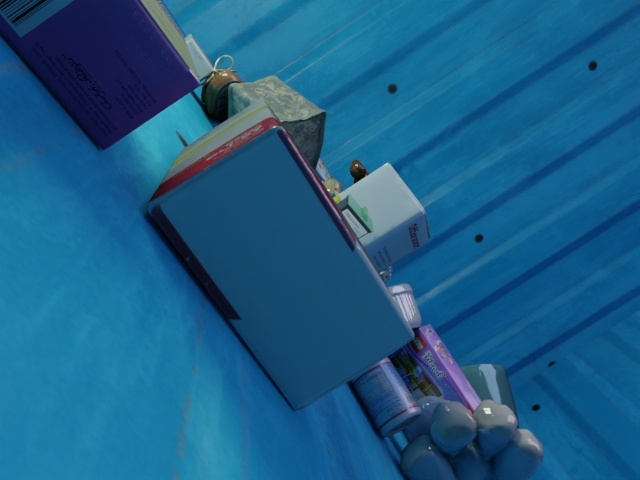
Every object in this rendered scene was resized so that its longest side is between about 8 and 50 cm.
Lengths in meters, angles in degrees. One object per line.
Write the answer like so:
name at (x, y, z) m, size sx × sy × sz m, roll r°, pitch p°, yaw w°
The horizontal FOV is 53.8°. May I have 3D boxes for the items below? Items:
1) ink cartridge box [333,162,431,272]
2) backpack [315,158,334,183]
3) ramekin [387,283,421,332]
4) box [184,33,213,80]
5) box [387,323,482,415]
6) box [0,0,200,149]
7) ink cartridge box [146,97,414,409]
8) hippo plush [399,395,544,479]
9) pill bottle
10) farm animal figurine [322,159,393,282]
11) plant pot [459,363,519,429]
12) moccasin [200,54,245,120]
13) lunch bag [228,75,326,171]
ink cartridge box at (0.050, 0.006, 1.145) m, size 0.117 × 0.278 × 0.201 m, roll 58°, pitch 3°, yaw 18°
backpack at (-0.070, -0.166, 1.916) m, size 0.263 × 0.213 × 0.276 m, roll 49°, pitch 5°, yaw -4°
ramekin at (0.150, 0.200, 1.559) m, size 0.207 × 0.207 × 0.109 m, roll 48°, pitch 18°, yaw -72°
box at (-0.346, -0.474, 1.668) m, size 0.101 × 0.087 × 0.102 m, roll 55°, pitch 3°, yaw -27°
box at (0.268, 0.381, 1.536) m, size 0.057 × 0.201 × 0.293 m, roll -7°, pitch 58°, yaw -50°
box at (-0.239, -0.243, 0.638) m, size 0.213 × 0.117 × 0.243 m, roll 55°, pitch 4°, yaw -32°
ink cartridge box at (-0.055, -0.017, 0.813) m, size 0.279 × 0.160 × 0.384 m, roll 56°, pitch 3°, yaw -18°
hippo plush at (0.282, 0.399, 1.201) m, size 0.294 × 0.234 × 0.236 m, roll 56°, pitch 4°, yaw -8°
pill bottle at (0.109, 0.271, 1.162) m, size 0.160 × 0.087 × 0.087 m, roll 58°, pitch 3°, yaw 28°
farm animal figurine at (-0.014, -0.050, 1.410) m, size 0.172 × 0.330 × 0.326 m, roll 56°, pitch 30°, yaw -76°
plant pot at (0.391, 0.495, 1.677) m, size 0.293 × 0.293 × 0.235 m, roll 52°, pitch 20°, yaw -58°
moccasin at (-0.276, -0.426, 1.780) m, size 0.147 × 0.139 × 0.380 m, roll 58°, pitch 2°, yaw -7°
lunch bag at (-0.124, -0.242, 1.629) m, size 0.235 × 0.169 × 0.287 m, roll 43°, pitch -40°, yaw 36°
